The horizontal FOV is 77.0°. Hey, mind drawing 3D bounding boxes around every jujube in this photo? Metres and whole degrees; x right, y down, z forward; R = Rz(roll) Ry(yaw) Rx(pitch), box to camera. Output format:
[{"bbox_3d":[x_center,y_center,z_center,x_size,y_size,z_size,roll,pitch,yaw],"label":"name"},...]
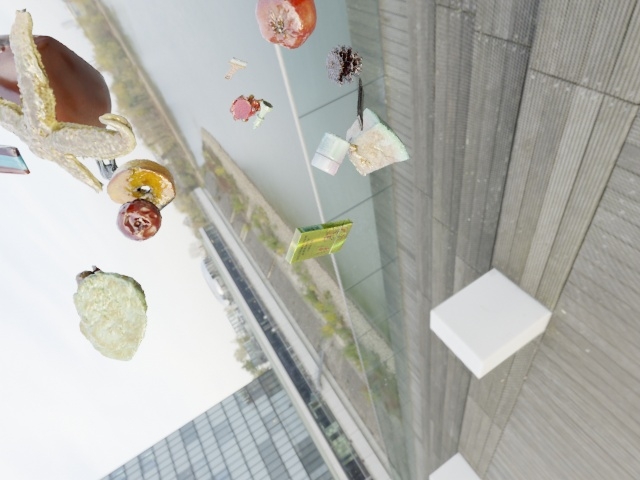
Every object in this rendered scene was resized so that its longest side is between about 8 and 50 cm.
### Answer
[{"bbox_3d":[-0.666,-0.080,1.472,0.230,0.155,0.155,19,138,58],"label":"jujube"}]

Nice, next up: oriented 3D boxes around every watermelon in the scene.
[{"bbox_3d":[0.258,-0.475,1.911,0.302,0.151,0.264,-17,134,42],"label":"watermelon"}]

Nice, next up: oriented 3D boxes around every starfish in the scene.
[{"bbox_3d":[-0.632,-0.301,0.904,0.432,0.082,0.324,43,126,-9],"label":"starfish"}]

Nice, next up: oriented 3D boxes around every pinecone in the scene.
[{"bbox_3d":[0.086,-0.619,1.428,0.140,0.121,0.140,164,90,-72],"label":"pinecone"}]

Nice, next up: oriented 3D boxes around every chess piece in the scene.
[{"bbox_3d":[-0.278,-0.575,1.865,0.149,0.059,0.059,-46,70,37],"label":"chess piece"}]

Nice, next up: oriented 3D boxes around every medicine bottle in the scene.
[{"bbox_3d":[0.047,-0.401,1.866,0.135,0.168,0.135,25,-172,-4],"label":"medicine bottle"}]

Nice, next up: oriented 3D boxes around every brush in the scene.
[{"bbox_3d":[-0.481,-0.938,2.218,0.314,0.090,0.017,8,89,64],"label":"brush"}]

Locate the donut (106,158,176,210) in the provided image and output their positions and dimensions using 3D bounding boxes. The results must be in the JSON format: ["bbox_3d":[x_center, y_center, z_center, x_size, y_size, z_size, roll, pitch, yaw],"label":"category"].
[{"bbox_3d":[-0.693,-0.207,1.571,0.253,0.253,0.118,76,178,-50],"label":"donut"}]

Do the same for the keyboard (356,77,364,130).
[{"bbox_3d":[0.162,-0.551,1.632,0.087,0.017,0.250,67,-157,-52],"label":"keyboard"}]

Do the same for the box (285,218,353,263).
[{"bbox_3d":[0.000,0.000,1.785,0.043,0.311,0.173,47,130,31],"label":"box"}]

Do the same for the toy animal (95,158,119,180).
[{"bbox_3d":[-0.983,-0.344,1.884,0.269,0.082,0.137,13,122,51],"label":"toy animal"}]

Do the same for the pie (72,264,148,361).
[{"bbox_3d":[-0.619,0.219,1.197,0.105,0.257,0.274,-24,-62,-71],"label":"pie"}]

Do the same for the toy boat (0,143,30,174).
[{"bbox_3d":[-1.047,-0.254,1.223,0.136,0.392,0.079,-53,-33,-62],"label":"toy boat"}]

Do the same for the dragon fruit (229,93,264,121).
[{"bbox_3d":[-0.399,-0.739,2.226,0.150,0.208,0.133,29,142,51],"label":"dragon fruit"}]

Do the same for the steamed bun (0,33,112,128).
[{"bbox_3d":[-0.795,-0.415,1.177,0.379,0.235,0.248,-125,35,-89],"label":"steamed bun"}]

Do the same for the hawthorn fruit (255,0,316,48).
[{"bbox_3d":[-0.144,-1.074,1.889,0.287,0.330,0.287,13,147,9],"label":"hawthorn fruit"}]
